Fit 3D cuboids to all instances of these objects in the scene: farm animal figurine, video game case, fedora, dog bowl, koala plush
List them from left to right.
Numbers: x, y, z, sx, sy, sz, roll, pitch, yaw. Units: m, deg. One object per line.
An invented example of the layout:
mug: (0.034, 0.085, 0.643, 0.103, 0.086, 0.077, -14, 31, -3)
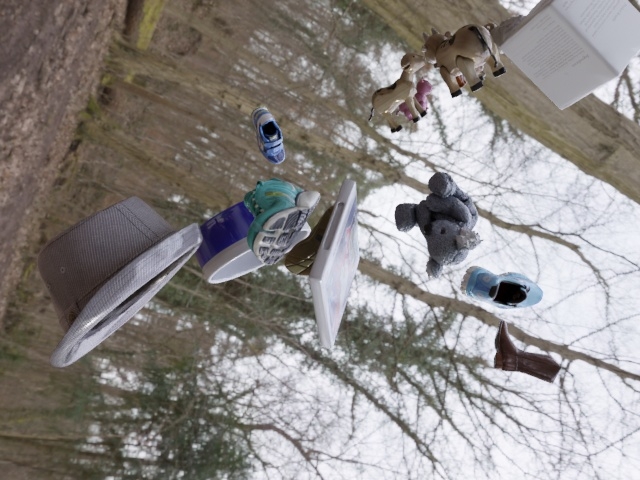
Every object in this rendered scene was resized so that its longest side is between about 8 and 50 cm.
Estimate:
fedora: (-0.287, 0.037, 0.702, 0.275, 0.124, 0.244, -39, -176, 44)
dog bowl: (-0.161, -0.006, 1.209, 0.265, 0.264, 0.104, -36, -101, 42)
video game case: (0.027, 0.040, 0.803, 0.201, 0.023, 0.184, 83, 22, -52)
farm animal figurine: (0.292, -0.424, 1.253, 0.330, 0.172, 0.326, -38, -166, -24)
koala plush: (0.322, -0.019, 1.333, 0.196, 0.203, 0.221, -43, -152, 31)

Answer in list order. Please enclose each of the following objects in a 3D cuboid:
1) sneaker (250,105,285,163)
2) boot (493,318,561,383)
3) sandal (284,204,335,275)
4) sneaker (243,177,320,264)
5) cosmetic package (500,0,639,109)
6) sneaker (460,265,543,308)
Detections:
sneaker: (-0.111, -0.223, 1.155, 0.053, 0.144, 0.059, -33, -136, -11)
boot: (0.382, 0.204, 0.964, 0.037, 0.114, 0.107, 81, 21, -58)
sandal: (0.000, 0.000, 1.005, 0.180, 0.072, 0.049, -52, -173, 24)
sneaker: (-0.080, -0.042, 0.860, 0.107, 0.110, 0.275, -59, -178, 16)
cosmetic package: (0.485, -0.386, 0.998, 0.151, 0.183, 0.151, -48, -174, -18)
sneaker: (0.291, 0.084, 0.801, 0.073, 0.162, 0.064, 29, -73, 56)
